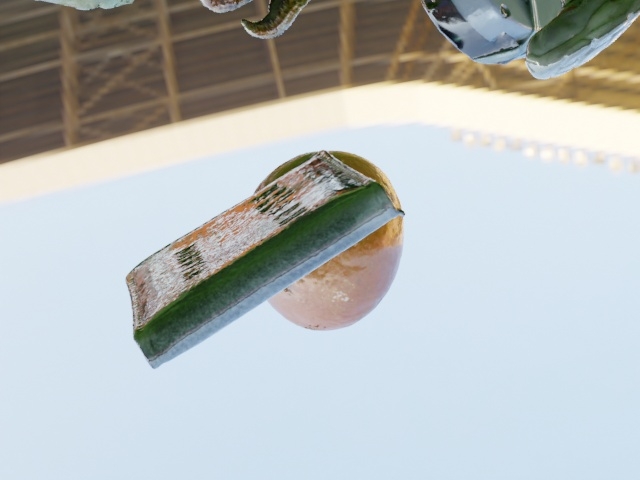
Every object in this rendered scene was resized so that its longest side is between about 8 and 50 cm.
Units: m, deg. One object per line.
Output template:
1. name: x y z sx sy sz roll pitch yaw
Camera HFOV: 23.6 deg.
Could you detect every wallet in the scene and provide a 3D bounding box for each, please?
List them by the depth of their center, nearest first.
1. wallet: -0.043 0.006 0.918 0.167 0.036 0.222 -32 -171 -2

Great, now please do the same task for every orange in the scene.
1. orange: 0.000 0.000 1.829 0.170 0.224 0.224 5 -162 -23

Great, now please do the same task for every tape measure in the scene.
1. tape measure: 0.194 -0.289 1.732 0.107 0.182 0.181 -31 179 38

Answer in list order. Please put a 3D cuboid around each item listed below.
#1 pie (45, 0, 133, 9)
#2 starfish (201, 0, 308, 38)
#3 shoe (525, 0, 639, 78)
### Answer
1. pie: -0.217 -0.384 1.240 0.395 0.180 0.418 24 -133 -5
2. starfish: -0.017 -0.308 1.494 0.216 0.238 0.071 24 -175 15
3. shoe: 0.255 -0.253 1.410 0.227 0.125 0.099 -42 179 -10
